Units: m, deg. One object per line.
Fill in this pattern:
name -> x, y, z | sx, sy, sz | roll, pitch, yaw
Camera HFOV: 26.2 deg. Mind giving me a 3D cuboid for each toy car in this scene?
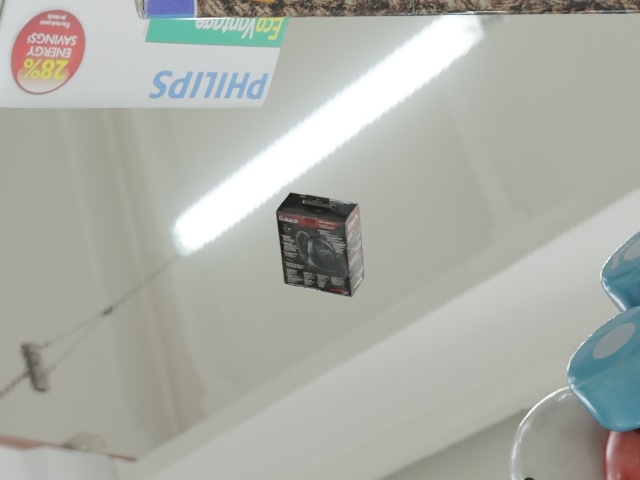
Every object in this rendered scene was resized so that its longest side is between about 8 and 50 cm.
toy car -> 0.195, 0.149, 0.880 | 0.238, 0.219, 0.210 | -34, -168, 35

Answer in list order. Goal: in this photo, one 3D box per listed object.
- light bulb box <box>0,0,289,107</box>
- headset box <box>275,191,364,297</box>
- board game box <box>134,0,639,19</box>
light bulb box -> -0.256, -0.292, 1.272 | 0.361, 0.358, 0.225 | 32, -67, 32
headset box -> 0.000, 0.000, 1.115 | 0.062, 0.083, 0.032 | 9, -143, 21
board game box -> 0.045, -0.202, 0.739 | 0.232, 0.291, 0.141 | -110, -160, -74
